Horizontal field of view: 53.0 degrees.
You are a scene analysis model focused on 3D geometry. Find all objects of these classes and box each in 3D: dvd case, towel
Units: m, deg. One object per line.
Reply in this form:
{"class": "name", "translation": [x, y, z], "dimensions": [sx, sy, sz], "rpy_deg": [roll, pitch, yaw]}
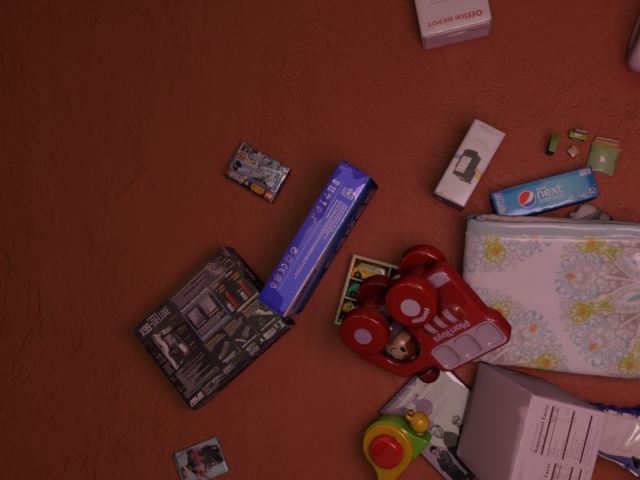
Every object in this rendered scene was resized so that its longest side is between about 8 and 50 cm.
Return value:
{"class": "dvd case", "translation": [-0.283, 0.525, 1.519], "dimensions": [0.119, 0.013, 0.087], "rpy_deg": [-24, 82, 11]}
{"class": "towel", "translation": [0.474, 0.112, 1.294], "dimensions": [0.374, 0.090, 0.321], "rpy_deg": [4, 105, 16]}
{"class": "dvd case", "translation": [0.275, 0.396, 1.400], "dimensions": [0.238, 0.029, 0.179], "rpy_deg": [44, 96, 12]}

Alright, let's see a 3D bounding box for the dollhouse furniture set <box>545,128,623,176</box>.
{"class": "dollhouse furniture set", "translation": [0.561, -0.191, 1.360], "dimensions": [0.151, 0.058, 0.076], "rpy_deg": [15, 90, 13]}

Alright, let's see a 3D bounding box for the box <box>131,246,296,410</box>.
{"class": "box", "translation": [-0.251, 0.204, 1.500], "dimensions": [0.307, 0.076, 0.242], "rpy_deg": [-43, 79, 6]}

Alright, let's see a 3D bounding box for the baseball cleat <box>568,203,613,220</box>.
{"class": "baseball cleat", "translation": [0.528, 0.020, 1.338], "dimensions": [0.109, 0.072, 0.206], "rpy_deg": [37, 95, 32]}

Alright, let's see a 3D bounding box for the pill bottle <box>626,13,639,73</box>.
{"class": "pill bottle", "translation": [0.792, -0.387, 1.260], "dimensions": [0.322, 0.181, 0.182], "rpy_deg": [18, 90, 13]}

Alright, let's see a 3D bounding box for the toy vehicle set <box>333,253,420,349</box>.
{"class": "toy vehicle set", "translation": [0.179, 0.144, 1.432], "dimensions": [0.266, 0.035, 0.166], "rpy_deg": [15, 90, 13]}

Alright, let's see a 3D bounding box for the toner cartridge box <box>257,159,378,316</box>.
{"class": "toner cartridge box", "translation": [0.000, 0.000, 1.415], "dimensions": [0.075, 0.165, 0.348], "rpy_deg": [32, 94, 12]}

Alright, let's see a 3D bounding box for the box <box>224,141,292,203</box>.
{"class": "box", "translation": [-0.149, -0.160, 1.526], "dimensions": [0.137, 0.027, 0.094], "rpy_deg": [31, 92, 12]}

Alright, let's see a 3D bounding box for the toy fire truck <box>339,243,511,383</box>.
{"class": "toy fire truck", "translation": [0.199, 0.177, 1.315], "dimensions": [0.302, 0.169, 0.254], "rpy_deg": [-38, 99, 31]}

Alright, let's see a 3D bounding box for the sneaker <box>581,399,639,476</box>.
{"class": "sneaker", "translation": [0.637, 0.370, 1.286], "dimensions": [0.315, 0.127, 0.182], "rpy_deg": [31, 90, 5]}

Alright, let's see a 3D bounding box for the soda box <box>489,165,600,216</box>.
{"class": "soda box", "translation": [0.472, -0.093, 1.366], "dimensions": [0.210, 0.071, 0.067], "rpy_deg": [-15, 83, 11]}

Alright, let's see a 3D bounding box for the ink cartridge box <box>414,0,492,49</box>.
{"class": "ink cartridge box", "translation": [0.284, -0.552, 1.425], "dimensions": [0.154, 0.093, 0.213], "rpy_deg": [-11, 83, 12]}

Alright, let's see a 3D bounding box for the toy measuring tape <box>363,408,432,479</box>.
{"class": "toy measuring tape", "translation": [0.114, 0.474, 1.381], "dimensions": [0.121, 0.121, 0.330], "rpy_deg": [41, 112, 11]}

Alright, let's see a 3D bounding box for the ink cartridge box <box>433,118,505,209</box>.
{"class": "ink cartridge box", "translation": [0.316, -0.156, 1.375], "dimensions": [0.072, 0.127, 0.175], "rpy_deg": [29, 94, 10]}

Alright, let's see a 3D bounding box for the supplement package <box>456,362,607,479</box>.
{"class": "supplement package", "translation": [0.387, 0.370, 1.220], "dimensions": [0.145, 0.262, 0.204], "rpy_deg": [14, 90, -7]}
